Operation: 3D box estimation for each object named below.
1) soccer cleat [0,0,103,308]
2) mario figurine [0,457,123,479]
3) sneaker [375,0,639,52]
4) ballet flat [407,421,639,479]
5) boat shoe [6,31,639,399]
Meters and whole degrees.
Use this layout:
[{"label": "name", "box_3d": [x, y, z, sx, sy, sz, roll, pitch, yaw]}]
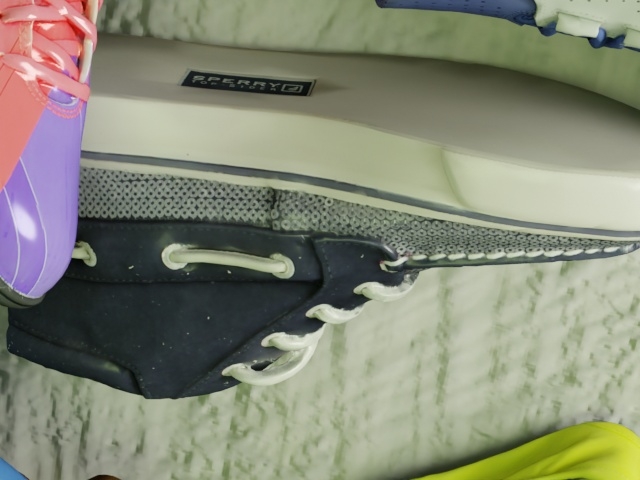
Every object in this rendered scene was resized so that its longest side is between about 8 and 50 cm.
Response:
[{"label": "soccer cleat", "box_3d": [-0.132, -0.131, 0.659, 0.116, 0.108, 0.318, -16, 73, 9]}, {"label": "mario figurine", "box_3d": [-0.211, 0.052, 0.749, 0.198, 0.170, 0.320, -30, 130, 12]}, {"label": "sneaker", "box_3d": [0.182, -0.095, 0.677, 0.316, 0.127, 0.182, -6, 111, 4]}, {"label": "ballet flat", "box_3d": [0.067, 0.161, 0.820, 0.231, 0.077, 0.077, -25, 106, 15]}, {"label": "boat shoe", "box_3d": [0.000, 0.000, 0.754, 0.341, 0.127, 0.158, 9, 116, 13]}]
